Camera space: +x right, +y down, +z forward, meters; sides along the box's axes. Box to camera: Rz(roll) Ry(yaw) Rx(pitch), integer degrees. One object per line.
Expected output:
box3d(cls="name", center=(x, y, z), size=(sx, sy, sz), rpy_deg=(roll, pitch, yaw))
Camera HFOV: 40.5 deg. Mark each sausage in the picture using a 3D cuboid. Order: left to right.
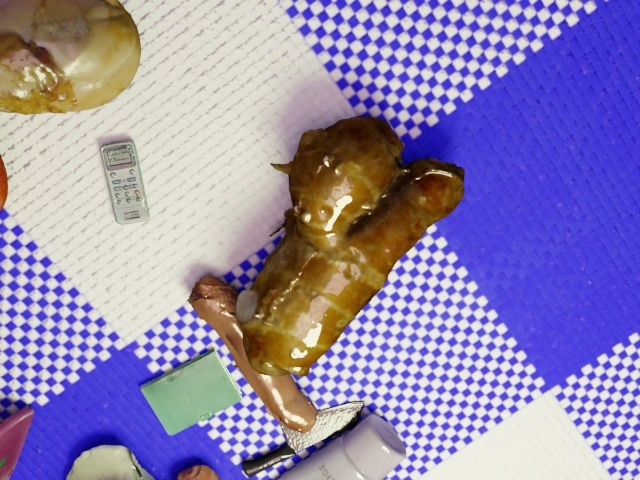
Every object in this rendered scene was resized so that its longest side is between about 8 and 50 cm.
box3d(cls="sausage", center=(-0.179, 0.456, 1.437), size=(0.077, 0.077, 0.194), rpy_deg=(-20, 108, 1))
box3d(cls="sausage", center=(-0.103, 0.179, 1.352), size=(0.078, 0.078, 0.304), rpy_deg=(-31, 108, 4))

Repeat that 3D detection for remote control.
box3d(cls="remote control", center=(-0.285, -0.084, 1.270), size=(0.053, 0.018, 0.125), rpy_deg=(-8, 109, -4))

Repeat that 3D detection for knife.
box3d(cls="knife", center=(-0.029, 0.320, 1.436), size=(0.230, 0.028, 0.060), rpy_deg=(-26, 98, 0))

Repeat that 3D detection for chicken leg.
box3d(cls="chicken leg", center=(-0.452, -0.261, 1.098), size=(0.409, 0.182, 0.295), rpy_deg=(-24, 96, -11))

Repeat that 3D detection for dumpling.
box3d(cls="dumpling", center=(-0.328, 0.474, 1.400), size=(0.226, 0.243, 0.175), rpy_deg=(-20, 151, 19))

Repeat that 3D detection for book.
box3d(cls="book", center=(-0.204, 0.245, 1.391), size=(0.135, 0.017, 0.103), rpy_deg=(-27, 107, 2))

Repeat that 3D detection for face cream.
box3d(cls="face cream", center=(0.015, 0.406, 1.430), size=(0.274, 0.096, 0.154), rpy_deg=(-45, 80, 12))

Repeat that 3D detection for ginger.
box3d(cls="ginger", center=(0.000, 0.000, 1.251), size=(0.254, 0.176, 0.418), rpy_deg=(37, 96, -13))

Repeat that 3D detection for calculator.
box3d(cls="calculator", center=(-0.503, 0.351, 1.334), size=(0.034, 0.126, 0.191), rpy_deg=(30, 104, 6))

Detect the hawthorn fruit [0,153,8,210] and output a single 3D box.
box3d(cls="hawthorn fruit", center=(-0.510, -0.029, 1.204), size=(0.165, 0.165, 0.286), rpy_deg=(-3, 118, -6))
